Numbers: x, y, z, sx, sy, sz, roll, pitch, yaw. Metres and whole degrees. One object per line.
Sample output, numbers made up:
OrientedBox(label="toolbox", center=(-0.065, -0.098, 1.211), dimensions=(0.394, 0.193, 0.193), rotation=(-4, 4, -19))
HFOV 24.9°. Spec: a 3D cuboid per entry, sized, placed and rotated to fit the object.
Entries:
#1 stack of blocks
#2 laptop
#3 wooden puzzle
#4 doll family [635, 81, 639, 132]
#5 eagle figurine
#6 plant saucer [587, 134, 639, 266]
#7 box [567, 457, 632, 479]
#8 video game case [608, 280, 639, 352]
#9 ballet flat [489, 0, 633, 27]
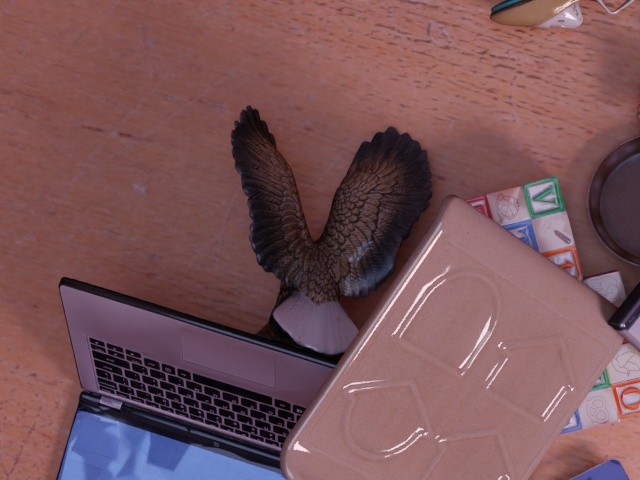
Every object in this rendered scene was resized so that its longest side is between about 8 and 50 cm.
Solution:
OrientedBox(label="stack of blocks", center=(0.278, 0.077, 1.735), dimensions=(0.171, 0.087, 0.297), rotation=(-15, 86, 9))
OrientedBox(label="laptop", center=(-0.158, 0.293, 1.733), dimensions=(0.381, 0.408, 0.236), rotation=(16, 56, 9))
OrientedBox(label="wooden puzzle", center=(0.144, 0.158, 1.601), dimensions=(0.322, 0.080, 0.348), rotation=(32, 90, -35))
OrientedBox(label="doll family", center=(0.487, -0.214, 1.706), dimensions=(0.263, 0.118, 0.163), rotation=(-46, 76, 22))
OrientedBox(label="eagle figurine", center=(-0.008, -0.002, 1.739), dimensions=(0.225, 0.226, 0.298), rotation=(14, 96, 30))
OrientedBox(label="plant saucer", center=(0.404, -0.045, 1.735), dimensions=(0.168, 0.029, 0.169), rotation=(-3, 75, 11))
OrientedBox(label="box", center=(0.351, 0.385, 1.739), dimensions=(0.136, 0.036, 0.225), rotation=(-28, 87, 8))
OrientedBox(label="video game case", center=(0.503, 0.070, 1.662), dimensions=(0.248, 0.035, 0.275), rotation=(41, 83, -11))
OrientedBox(label="ballet flat", center=(0.320, -0.297, 1.748), dimensions=(0.232, 0.080, 0.073), rotation=(-25, 99, 9))
